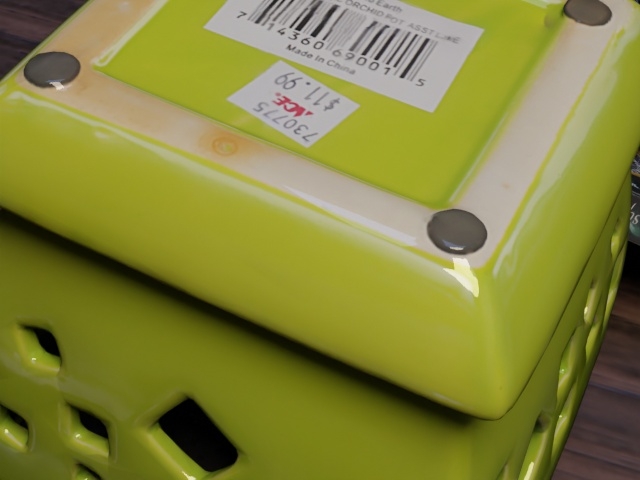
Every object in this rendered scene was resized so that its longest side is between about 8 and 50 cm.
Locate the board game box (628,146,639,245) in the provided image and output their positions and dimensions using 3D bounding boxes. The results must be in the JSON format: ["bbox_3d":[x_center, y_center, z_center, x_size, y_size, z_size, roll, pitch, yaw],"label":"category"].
[{"bbox_3d":[0.160,-0.033,0.634,0.186,0.026,0.126,21,24,-28],"label":"board game box"}]

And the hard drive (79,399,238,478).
[{"bbox_3d":[-0.013,0.053,0.589,0.172,0.054,0.255,18,47,9],"label":"hard drive"}]

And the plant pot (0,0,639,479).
[{"bbox_3d":[0.000,0.000,0.460,0.228,0.207,0.227,23,49,15],"label":"plant pot"}]

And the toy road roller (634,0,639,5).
[{"bbox_3d":[0.355,-0.121,0.715,0.329,0.202,0.241,-7,63,-14],"label":"toy road roller"}]
